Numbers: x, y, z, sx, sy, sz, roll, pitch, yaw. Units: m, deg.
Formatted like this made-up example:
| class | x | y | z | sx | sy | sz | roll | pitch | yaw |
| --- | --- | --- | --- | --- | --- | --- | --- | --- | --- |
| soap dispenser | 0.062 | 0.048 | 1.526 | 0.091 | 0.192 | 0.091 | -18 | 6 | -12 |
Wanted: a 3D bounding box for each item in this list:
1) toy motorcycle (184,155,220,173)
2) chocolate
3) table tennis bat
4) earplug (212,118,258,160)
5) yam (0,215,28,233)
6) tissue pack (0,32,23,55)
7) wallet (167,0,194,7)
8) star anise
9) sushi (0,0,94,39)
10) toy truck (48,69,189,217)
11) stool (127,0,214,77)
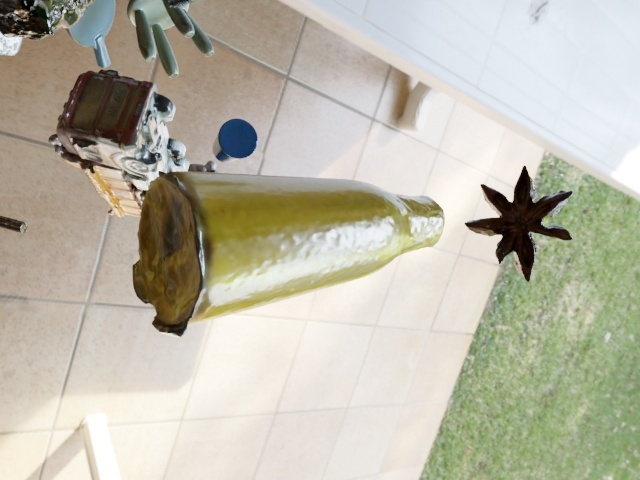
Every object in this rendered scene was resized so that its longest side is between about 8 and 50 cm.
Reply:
| class | x | y | z | sx | sy | sz | roll | pitch | yaw |
| --- | --- | --- | --- | --- | --- | --- | --- | --- | --- |
| toy motorcycle | -0.480 | -0.251 | 1.946 | 0.260 | 0.110 | 0.171 | 37 | 88 | -2 |
| chocolate | 0.000 | 0.000 | 0.610 | 0.445 | 0.162 | 0.162 | -6 | 110 | -43 |
| table tennis bat | -0.728 | -0.703 | 1.545 | 0.215 | 0.044 | 0.329 | -61 | 174 | -33 |
| earplug | -0.318 | -0.338 | 1.708 | 0.132 | 0.273 | 0.133 | -1 | 92 | -21 |
| yam | -1.045 | -0.073 | 1.455 | 0.045 | 0.326 | 0.045 | 83 | 20 | -77 |
| tissue pack | -0.873 | -0.659 | 1.118 | 0.253 | 0.416 | 0.264 | -11 | 139 | -57 |
| wallet | -0.375 | -0.698 | 1.370 | 0.129 | 0.088 | 0.026 | -22 | 141 | -10 |
| star anise | 0.401 | -0.041 | 0.978 | 0.111 | 0.196 | 0.213 | -40 | 148 | -68 |
| sushi | -0.352 | -0.358 | 0.611 | 0.127 | 0.124 | 0.225 | 99 | 5 | -61 |
| toy truck | -0.268 | -0.118 | 0.674 | 0.135 | 0.270 | 0.114 | 12 | 70 | -5 |
| stool | -0.470 | -0.648 | 1.491 | 0.195 | 0.195 | 0.199 | -25 | 85 | 10 |
